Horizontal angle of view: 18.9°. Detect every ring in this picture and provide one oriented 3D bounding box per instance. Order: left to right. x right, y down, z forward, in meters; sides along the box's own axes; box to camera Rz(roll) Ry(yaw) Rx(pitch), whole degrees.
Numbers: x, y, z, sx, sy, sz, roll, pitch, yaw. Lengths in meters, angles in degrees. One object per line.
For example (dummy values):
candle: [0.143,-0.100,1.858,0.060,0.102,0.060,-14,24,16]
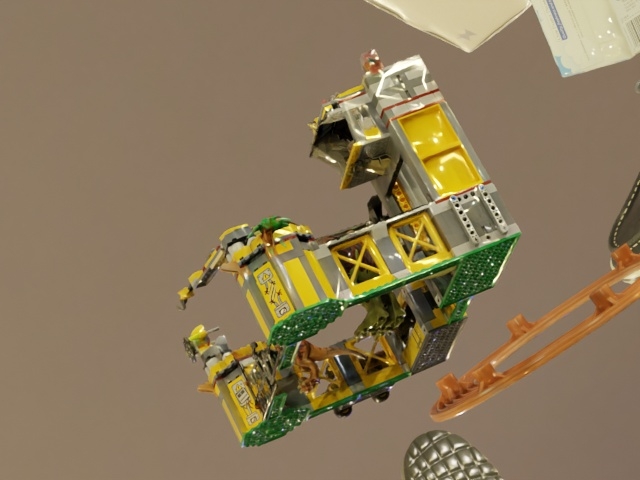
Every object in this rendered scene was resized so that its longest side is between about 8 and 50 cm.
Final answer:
ring: [0.244,0.077,1.954,0.336,0.032,0.336,-35,-1,-1]

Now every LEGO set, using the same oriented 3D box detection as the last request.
LEGO set: [0.000,0.000,1.482,0.255,0.192,0.331,-24,-20,-10]

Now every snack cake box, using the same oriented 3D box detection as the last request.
snack cake box: [0.306,-0.280,1.850,0.264,0.089,0.152,-33,-77,-42]

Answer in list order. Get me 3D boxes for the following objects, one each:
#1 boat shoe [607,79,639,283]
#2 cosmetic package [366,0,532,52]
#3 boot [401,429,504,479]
boat shoe: [0.460,-0.180,2.307,0.187,0.156,0.500,-102,37,-69]
cosmetic package: [0.157,-0.375,2.068,0.129,0.153,0.296,-34,38,54]
boot: [0.105,0.286,1.490,0.083,0.246,0.161,-11,-28,-34]
